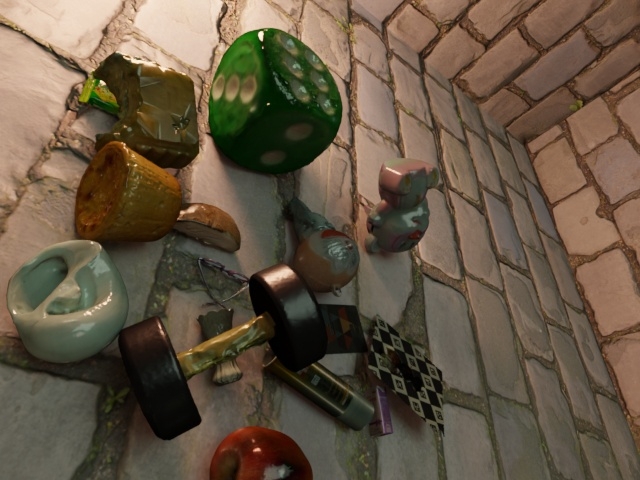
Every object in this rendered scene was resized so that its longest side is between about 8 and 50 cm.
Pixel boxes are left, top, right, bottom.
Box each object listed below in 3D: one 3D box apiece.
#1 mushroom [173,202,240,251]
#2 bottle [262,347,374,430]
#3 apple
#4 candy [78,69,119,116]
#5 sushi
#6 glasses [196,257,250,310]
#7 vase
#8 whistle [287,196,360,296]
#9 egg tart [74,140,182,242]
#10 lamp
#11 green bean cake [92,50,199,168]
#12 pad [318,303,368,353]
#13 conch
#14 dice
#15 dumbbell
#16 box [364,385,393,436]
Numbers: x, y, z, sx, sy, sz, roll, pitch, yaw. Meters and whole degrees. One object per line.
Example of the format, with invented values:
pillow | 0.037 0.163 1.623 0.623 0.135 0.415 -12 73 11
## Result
mushroom | -0.276 -0.042 1.054 0.209 0.072 0.094 23 39 -30
bottle | 0.000 0.337 1.034 0.286 0.082 0.082 40 42 -15
apple | -0.102 0.432 0.805 0.199 0.199 0.199 24 48 -30
candy | -0.486 -0.337 1.095 0.178 0.032 0.102 23 48 -31
sushi | 0.231 0.379 1.251 0.290 0.050 0.264 43 27 -9
glasses | -0.234 0.112 1.019 0.140 0.062 0.104 29 68 -26
vase | -0.205 0.224 0.929 0.081 0.081 0.149 2 64 -43
whistle | 0.000 0.000 1.224 0.189 0.189 0.348 10 45 -39
egg tart | -0.386 -0.084 0.906 0.147 0.202 0.203 20 48 -52
lamp | 0.242 -0.114 1.458 0.247 0.301 0.247 -17 34 -31
green bean cake | -0.402 -0.298 1.039 0.232 0.124 0.236 1 76 -40
pad | 0.039 0.237 1.205 0.211 0.003 0.143 9 57 -40
conch | -0.430 0.104 0.763 0.184 0.121 0.221 14 46 -32
dice | -0.130 -0.383 1.264 0.287 0.300 0.297 12 54 -41
dumbbell | -0.168 0.188 0.802 0.322 0.204 0.204 -22 77 -23
box | 0.148 0.433 1.131 0.036 0.050 0.117 19 52 -35
